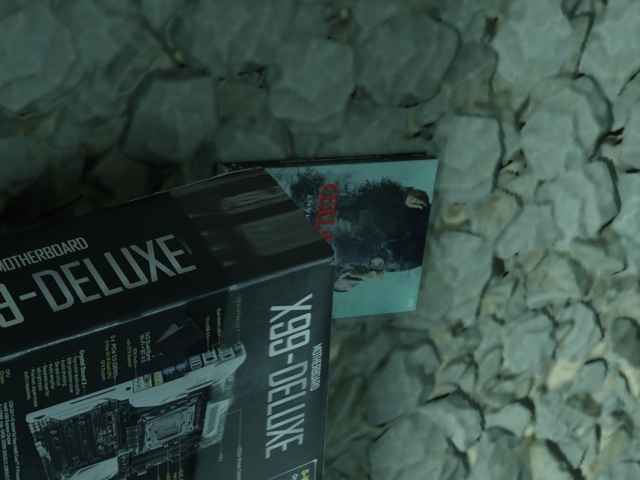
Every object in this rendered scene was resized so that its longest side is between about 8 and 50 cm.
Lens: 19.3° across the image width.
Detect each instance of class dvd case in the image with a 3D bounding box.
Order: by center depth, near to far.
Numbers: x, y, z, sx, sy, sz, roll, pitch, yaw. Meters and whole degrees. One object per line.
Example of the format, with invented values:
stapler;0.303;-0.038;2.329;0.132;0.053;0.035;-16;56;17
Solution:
dvd case;0.000;0.000;0.938;0.119;0.013;0.087;-3;114;-26

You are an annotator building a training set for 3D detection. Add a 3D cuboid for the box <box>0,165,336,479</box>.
box;-0.120;0.135;0.854;0.242;0.076;0.307;-18;133;-23
